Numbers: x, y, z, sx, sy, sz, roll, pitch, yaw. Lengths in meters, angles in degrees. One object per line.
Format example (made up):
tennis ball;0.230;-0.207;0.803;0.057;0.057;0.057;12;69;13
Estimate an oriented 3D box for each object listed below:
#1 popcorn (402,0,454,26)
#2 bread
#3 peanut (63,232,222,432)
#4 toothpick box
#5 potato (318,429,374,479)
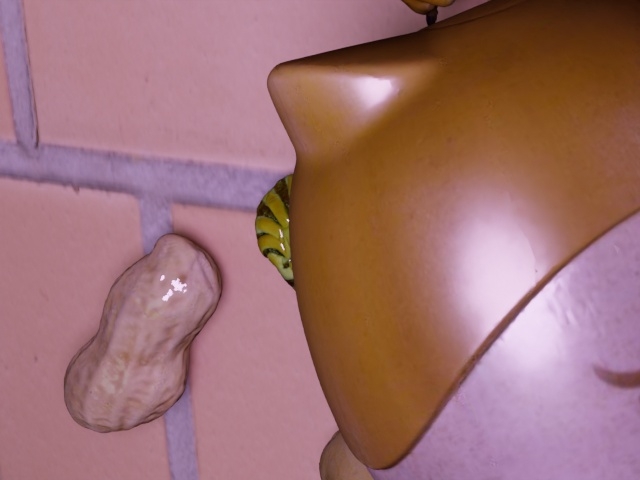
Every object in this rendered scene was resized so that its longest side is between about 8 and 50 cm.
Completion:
popcorn;0.076;-0.301;1.286;0.253;0.190;0.191;28;153;4
bread;0.000;0.000;1.517;0.130;0.071;0.139;-15;103;28
peanut;-0.179;0.104;1.637;0.123;0.123;0.257;40;121;9
toothpick box;0.176;0.013;1.225;0.409;0.409;0.425;-17;97;33
potato;0.091;0.232;1.533;0.194;0.157;0.157;23;121;34
